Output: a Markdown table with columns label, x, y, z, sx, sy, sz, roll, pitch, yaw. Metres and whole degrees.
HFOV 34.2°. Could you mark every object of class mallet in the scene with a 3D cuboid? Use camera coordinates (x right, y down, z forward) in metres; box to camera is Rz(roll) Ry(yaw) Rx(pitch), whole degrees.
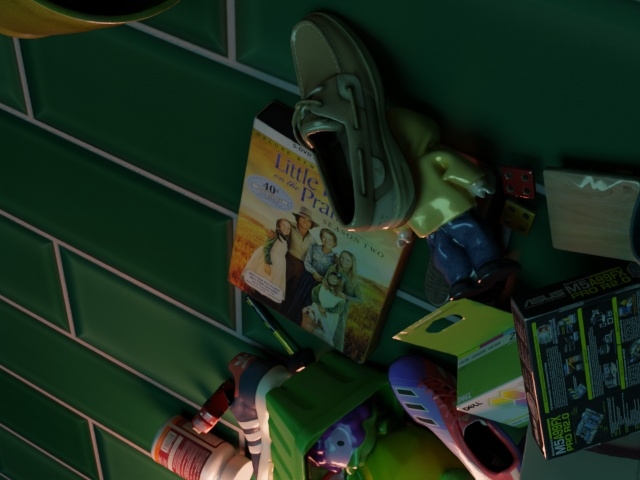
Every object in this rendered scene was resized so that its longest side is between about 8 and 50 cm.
| label | x | y | z | sx | sy | sz | roll | pitch | yaw |
| --- | --- | --- | --- | --- | --- | --- | --- | --- | --- |
| mallet | -0.078 | 0.178 | 2.016 | 0.062 | 0.039 | 0.190 | -21 | 106 | 50 |

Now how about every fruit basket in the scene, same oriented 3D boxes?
| label | x | y | z | sx | sy | sz | roll | pitch | yaw |
| --- | --- | --- | --- | --- | --- | --- | --- | --- | --- |
| fruit basket | 0.092 | 0.429 | 1.943 | 0.392 | 0.283 | 0.392 | 39 | 146 | 33 |

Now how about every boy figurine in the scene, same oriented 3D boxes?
| label | x | y | z | sx | sy | sz | roll | pitch | yaw |
| --- | --- | --- | --- | --- | --- | --- | --- | --- | --- |
| boy figurine | 0.161 | -0.056 | 1.464 | 0.177 | 0.092 | 0.285 | -41 | 68 | 37 |

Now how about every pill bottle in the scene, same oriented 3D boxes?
| label | x | y | z | sx | sy | sz | roll | pitch | yaw |
| --- | --- | --- | --- | --- | --- | --- | --- | --- | --- |
| pill bottle | -0.273 | 0.504 | 2.411 | 0.221 | 0.121 | 0.121 | 26 | 138 | 21 |

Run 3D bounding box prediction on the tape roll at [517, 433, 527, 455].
| label | x | y | z | sx | sy | sz | roll | pitch | yaw |
| --- | --- | --- | --- | --- | --- | --- | --- | --- | --- |
| tape roll | 0.409 | 0.419 | 1.783 | 0.189 | 0.080 | 0.189 | 23 | 138 | 22 |

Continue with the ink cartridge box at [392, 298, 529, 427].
| label | x | y | z | sx | sy | sz | roll | pitch | yaw |
| --- | --- | --- | --- | --- | --- | --- | --- | --- | --- |
| ink cartridge box | 0.262 | 0.191 | 1.594 | 0.255 | 0.097 | 0.189 | 19 | 148 | -23 |

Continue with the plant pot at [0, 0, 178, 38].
| label | x | y | z | sx | sy | sz | roll | pitch | yaw |
| --- | --- | --- | --- | --- | --- | --- | --- | --- | --- |
| plant pot | -0.384 | -0.444 | 1.487 | 0.366 | 0.366 | 0.353 | 55 | 152 | -15 |

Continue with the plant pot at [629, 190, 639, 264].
| label | x | y | z | sx | sy | sz | roll | pitch | yaw |
| --- | --- | --- | --- | --- | --- | --- | --- | --- | --- |
| plant pot | 0.528 | -0.031 | 1.143 | 0.255 | 0.272 | 0.272 | 28 | 142 | -7 |

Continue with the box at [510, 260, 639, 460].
| label | x | y | z | sx | sy | sz | roll | pitch | yaw |
| --- | --- | --- | --- | --- | --- | --- | --- | --- | --- |
| box | 0.394 | 0.168 | 1.471 | 0.216 | 0.060 | 0.270 | -17 | 122 | -2 |

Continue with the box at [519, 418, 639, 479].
| label | x | y | z | sx | sy | sz | roll | pitch | yaw |
| --- | --- | --- | --- | --- | --- | --- | --- | --- | --- |
| box | 0.434 | 0.358 | 1.599 | 0.232 | 0.127 | 0.148 | 5 | 152 | 20 |

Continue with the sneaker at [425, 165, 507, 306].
| label | x | y | z | sx | sy | sz | roll | pitch | yaw |
| --- | --- | --- | --- | --- | --- | --- | --- | --- | --- |
| sneaker | 0.237 | -0.006 | 1.552 | 0.083 | 0.118 | 0.222 | 41 | 121 | 46 |

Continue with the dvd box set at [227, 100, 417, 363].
| label | x | y | z | sx | sy | sz | roll | pitch | yaw |
| --- | --- | --- | --- | --- | --- | --- | --- | --- | --- |
| dvd box set | 0.000 | 0.000 | 1.760 | 0.307 | 0.062 | 0.420 | 31 | 140 | 13 |

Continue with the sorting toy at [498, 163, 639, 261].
| label | x | y | z | sx | sy | sz | roll | pitch | yaw |
| --- | --- | --- | --- | --- | --- | --- | --- | --- | --- |
| sorting toy | 0.371 | -0.046 | 1.413 | 0.274 | 0.046 | 0.132 | 10 | 131 | 34 |

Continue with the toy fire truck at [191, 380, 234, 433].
| label | x | y | z | sx | sy | sz | roll | pitch | yaw |
| --- | --- | --- | --- | --- | --- | --- | --- | --- | --- |
| toy fire truck | -0.237 | 0.373 | 2.247 | 0.047 | 0.192 | 0.135 | 40 | 113 | 2 |

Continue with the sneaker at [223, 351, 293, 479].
| label | x | y | z | sx | sy | sz | roll | pitch | yaw |
| --- | --- | --- | --- | --- | --- | --- | --- | --- | --- |
| sneaker | -0.127 | 0.368 | 2.171 | 0.148 | 0.131 | 0.350 | 27 | 134 | 29 |

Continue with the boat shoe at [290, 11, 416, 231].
| label | x | y | z | sx | sy | sz | roll | pitch | yaw |
| --- | --- | --- | --- | --- | --- | --- | --- | --- | --- |
| boat shoe | 0.023 | -0.172 | 1.446 | 0.121 | 0.110 | 0.341 | -44 | 62 | 48 |

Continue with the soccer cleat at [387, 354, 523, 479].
| label | x | y | z | sx | sy | sz | roll | pitch | yaw |
| --- | --- | --- | --- | --- | --- | --- | --- | --- | --- |
| soccer cleat | 0.228 | 0.293 | 1.740 | 0.318 | 0.108 | 0.116 | 47 | 167 | 30 |
